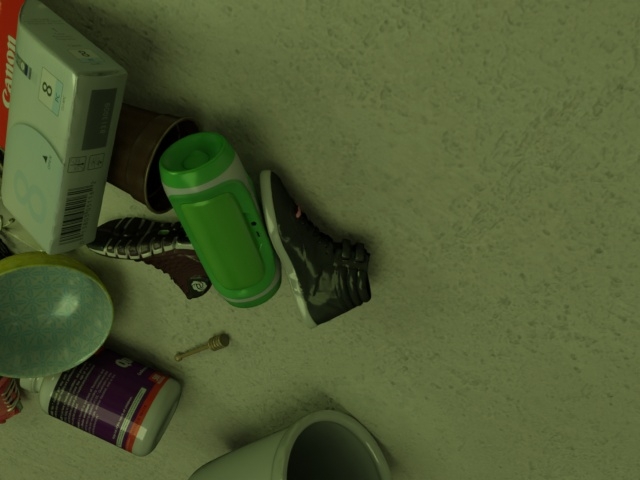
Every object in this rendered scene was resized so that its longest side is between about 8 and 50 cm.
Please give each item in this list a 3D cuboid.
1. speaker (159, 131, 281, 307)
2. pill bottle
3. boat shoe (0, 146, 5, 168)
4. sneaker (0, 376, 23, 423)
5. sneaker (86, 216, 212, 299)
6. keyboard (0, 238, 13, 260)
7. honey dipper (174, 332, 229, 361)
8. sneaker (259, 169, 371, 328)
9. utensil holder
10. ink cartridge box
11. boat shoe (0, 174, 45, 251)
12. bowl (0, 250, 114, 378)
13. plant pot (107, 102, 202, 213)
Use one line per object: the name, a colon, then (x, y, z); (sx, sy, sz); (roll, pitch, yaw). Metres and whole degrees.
speaker: (-0.156, -0.026, 1.061); (0.131, 0.131, 0.296); (-1, 133, 19)
pill bottle: (-0.489, 0.338, 1.448); (0.323, 0.181, 0.181); (25, 128, 1)
boat shoe: (-0.581, -0.136, 1.229); (0.056, 0.048, 0.153); (-2, 123, 20)
sneaker: (-0.815, 0.386, 1.656); (0.136, 0.116, 0.314); (33, 135, -18)
sneaker: (-0.301, 0.047, 1.230); (0.281, 0.106, 0.162); (2, 127, 17)
keyboard: (-0.706, 0.012, 1.394); (0.108, 0.023, 0.180); (-24, 114, 38)
honey dipper: (-0.260, 0.237, 1.395); (0.160, 0.030, 0.030); (-26, 112, 34)
sneaker: (0.000, 0.000, 1.107); (0.147, 0.104, 0.296); (-18, 108, 9)
utensil holder: (-0.081, 0.580, 1.396); (0.327, 0.327, 0.385); (46, 128, -15)
ink cartridge box: (-0.472, -0.212, 1.008); (0.385, 0.091, 0.308); (38, 126, 22)
boat shoe: (-0.635, -0.059, 1.268); (0.098, 0.096, 0.277); (-34, 113, 31)
bowl: (-0.580, 0.124, 1.321); (0.289, 0.156, 0.289); (-14, 128, -18)
plant pot: (-0.308, -0.150, 1.067); (0.165, 0.167, 0.167); (22, 128, 13)
